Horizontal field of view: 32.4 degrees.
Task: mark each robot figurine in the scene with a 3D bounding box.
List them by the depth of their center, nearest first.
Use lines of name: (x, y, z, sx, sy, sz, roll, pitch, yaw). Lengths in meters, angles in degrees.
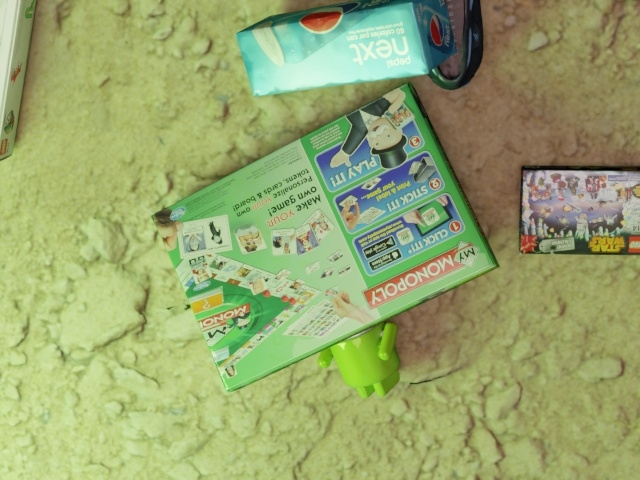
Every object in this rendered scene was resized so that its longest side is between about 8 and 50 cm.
robot figurine: (0.046, 0.116, 1.219, 0.101, 0.067, 0.115, -12, 106, 41)

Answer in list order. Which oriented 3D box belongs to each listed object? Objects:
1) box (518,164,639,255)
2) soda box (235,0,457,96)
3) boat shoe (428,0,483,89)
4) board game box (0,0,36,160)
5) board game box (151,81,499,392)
box: (0.282, -0.032, 1.174, 0.137, 0.027, 0.094, 0, 106, 6)
soda box: (0.023, -0.196, 1.091, 0.210, 0.067, 0.071, -2, 114, 34)
boat shoe: (0.121, -0.279, 1.094, 0.109, 0.089, 0.258, -18, 102, 11)
board game box: (-0.407, -0.254, 1.178, 0.193, 0.053, 0.305, 15, 106, 3)
board game box: (0.000, 0.000, 1.170, 0.317, 0.046, 0.213, -26, 82, 13)
